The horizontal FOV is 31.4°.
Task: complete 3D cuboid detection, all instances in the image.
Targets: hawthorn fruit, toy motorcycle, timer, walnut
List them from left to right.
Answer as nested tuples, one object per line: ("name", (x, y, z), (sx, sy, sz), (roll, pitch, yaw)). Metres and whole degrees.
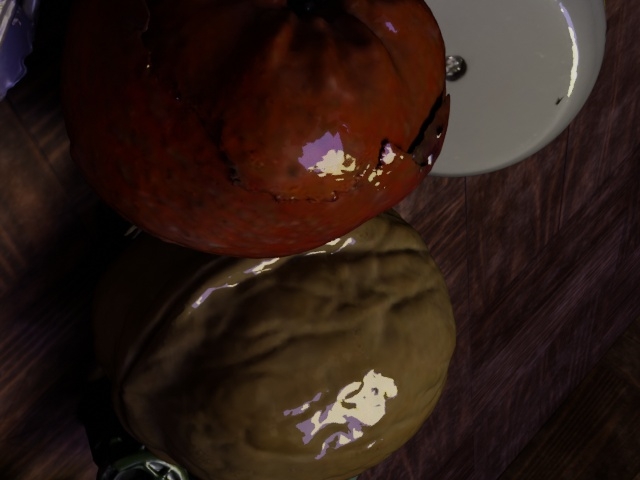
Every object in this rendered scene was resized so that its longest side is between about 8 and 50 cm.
("toy motorcycle", (-0.129, 0.223, 1.134), (0.275, 0.205, 0.127), (39, 92, -25))
("hawthorn fruit", (-0.071, -0.100, 0.826), (0.276, 0.276, 0.307), (-22, 166, -48))
("walnut", (-0.041, 0.085, 0.997), (0.313, 0.277, 0.252), (-16, 166, -34))
("timer", (0.118, -0.216, 1.027), (0.285, 0.285, 0.285), (-39, 151, -27))

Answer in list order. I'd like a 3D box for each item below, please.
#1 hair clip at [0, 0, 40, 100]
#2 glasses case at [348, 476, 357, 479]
("hair clip", (-0.249, -0.073, 0.750), (0.106, 0.084, 0.292), (5, 113, -55))
("glasses case", (-0.010, 0.251, 1.218), (0.105, 0.056, 0.266), (-26, -153, 54))
